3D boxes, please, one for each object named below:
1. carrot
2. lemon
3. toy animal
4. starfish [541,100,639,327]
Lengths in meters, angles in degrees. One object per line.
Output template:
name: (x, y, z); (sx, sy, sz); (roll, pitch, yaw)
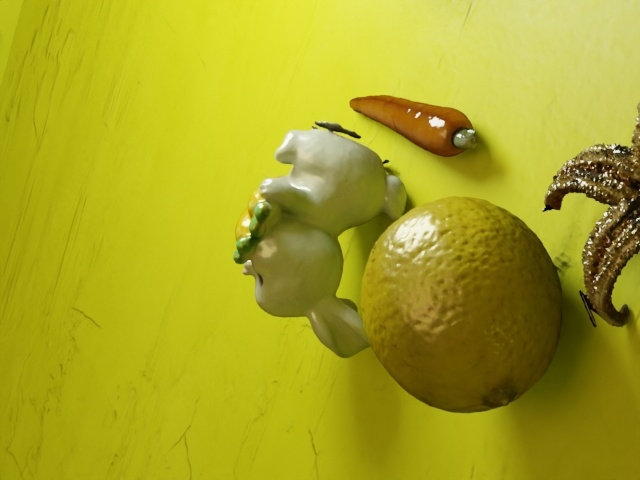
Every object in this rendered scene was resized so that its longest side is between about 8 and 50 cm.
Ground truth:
carrot: (0.129, -0.176, 1.826); (0.336, 0.069, 0.069); (32, 111, 58)
lemon: (0.174, 0.079, 1.565); (0.267, 0.267, 0.267); (-11, 76, 53)
toy animal: (-0.007, -0.002, 1.847); (0.183, 0.247, 0.310); (-15, 57, 70)
starfish: (0.375, -0.025, 1.423); (0.303, 0.113, 0.312); (-58, 34, 27)
